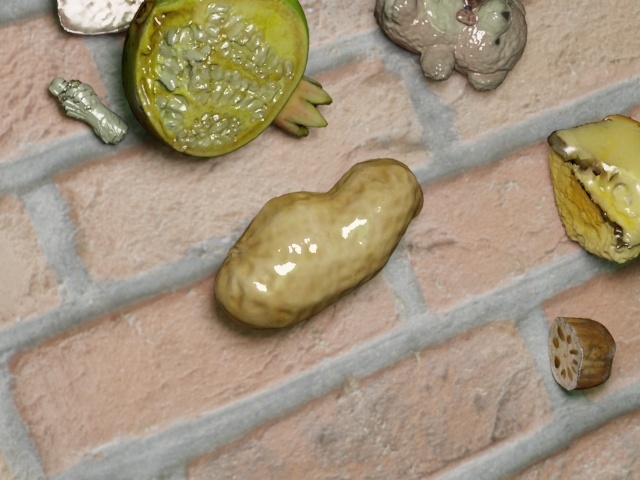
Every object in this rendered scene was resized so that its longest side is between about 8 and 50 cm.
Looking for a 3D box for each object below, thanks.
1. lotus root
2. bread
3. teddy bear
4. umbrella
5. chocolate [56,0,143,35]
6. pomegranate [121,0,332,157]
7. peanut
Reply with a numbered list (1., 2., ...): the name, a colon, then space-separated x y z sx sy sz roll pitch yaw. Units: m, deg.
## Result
1. lotus root: 0.437 0.187 1.784 0.081 0.112 0.122 -9 118 -21
2. bread: 0.515 -0.081 1.801 0.204 0.163 0.262 -18 66 -11
3. teddy bear: 0.222 -0.370 1.772 0.267 0.151 0.236 23 75 -4
4. umbrella: -0.371 -0.209 1.686 0.143 0.062 0.067 39 43 -15
5. chocolate: -0.352 -0.482 1.691 0.185 0.100 0.303 -11 96 -15
6. pomegranate: -0.149 -0.285 1.668 0.358 0.216 0.310 24 103 -41
7. peanut: 0.000 0.000 1.688 0.387 0.169 0.192 -32 87 -16
